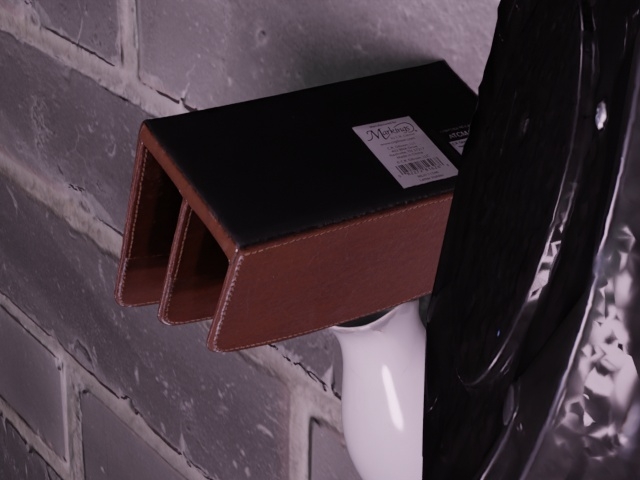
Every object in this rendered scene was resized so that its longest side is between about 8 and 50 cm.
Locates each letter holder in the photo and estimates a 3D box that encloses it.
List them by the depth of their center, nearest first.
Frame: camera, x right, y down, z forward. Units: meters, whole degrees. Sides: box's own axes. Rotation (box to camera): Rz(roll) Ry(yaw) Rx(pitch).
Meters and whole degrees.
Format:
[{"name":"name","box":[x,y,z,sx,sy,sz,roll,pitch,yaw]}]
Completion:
[{"name":"letter holder","box":[0.000,0.000,1.101,0.152,0.301,0.214,51,140,32]}]

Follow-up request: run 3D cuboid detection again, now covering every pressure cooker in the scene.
[{"name":"pressure cooker","box":[0.279,0.023,0.588,0.376,0.420,0.370,-83,5,-51]}]

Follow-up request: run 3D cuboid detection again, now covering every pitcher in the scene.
[{"name":"pitcher","box":[0.079,0.129,1.213,0.125,0.178,0.207,-13,109,19]}]
